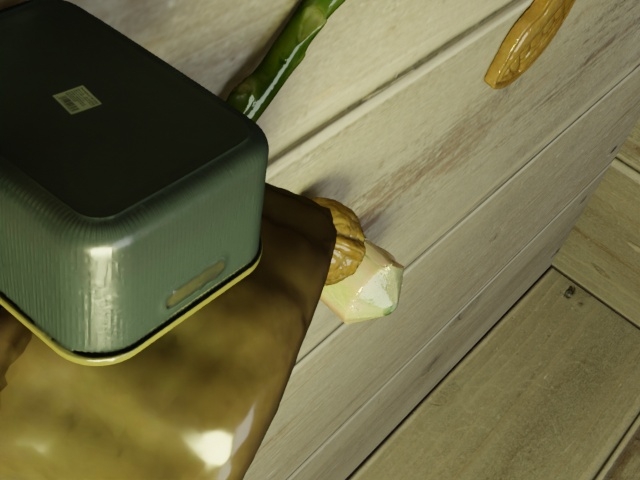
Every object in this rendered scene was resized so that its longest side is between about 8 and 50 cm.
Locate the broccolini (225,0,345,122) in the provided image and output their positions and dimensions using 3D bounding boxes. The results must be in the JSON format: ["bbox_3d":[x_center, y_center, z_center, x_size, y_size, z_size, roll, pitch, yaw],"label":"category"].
[{"bbox_3d":[0.039,-0.211,0.776,0.392,0.074,0.079,-53,154,0],"label":"broccolini"}]

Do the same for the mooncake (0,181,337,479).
[{"bbox_3d":[-0.128,0.089,0.650,0.324,0.187,0.324,-154,-90,-87],"label":"mooncake"}]

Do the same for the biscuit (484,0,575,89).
[{"bbox_3d":[0.319,-0.308,1.324,0.220,0.029,0.142,-50,161,-6],"label":"biscuit"}]

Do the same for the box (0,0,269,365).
[{"bbox_3d":[-0.136,-0.044,0.491,0.144,0.201,0.090,-35,151,-38],"label":"box"}]

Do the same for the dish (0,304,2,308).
[{"bbox_3d":[-0.289,0.075,0.550,0.190,0.066,0.190,-48,162,-21],"label":"dish"}]

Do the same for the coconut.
[{"bbox_3d":[0.055,0.056,1.222,0.116,0.122,0.116,-44,160,-20],"label":"coconut"}]

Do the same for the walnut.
[{"bbox_3d":[0.000,0.000,1.041,0.105,0.105,0.124,-53,146,2],"label":"walnut"}]
